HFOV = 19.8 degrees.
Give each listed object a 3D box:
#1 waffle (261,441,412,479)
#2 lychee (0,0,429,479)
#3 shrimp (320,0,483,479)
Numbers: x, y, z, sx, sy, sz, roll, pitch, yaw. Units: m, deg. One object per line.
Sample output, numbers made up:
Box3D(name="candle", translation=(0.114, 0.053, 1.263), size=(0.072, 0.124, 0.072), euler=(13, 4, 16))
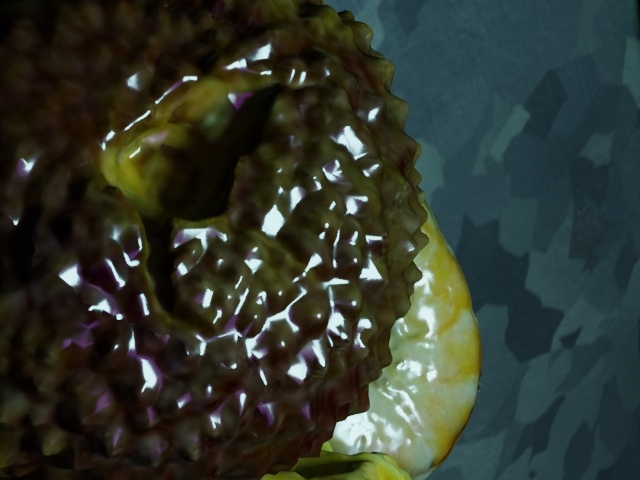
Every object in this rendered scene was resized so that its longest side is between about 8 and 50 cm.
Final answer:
Box3D(name="waffle", translation=(-0.083, 0.143, 0.839), size=(0.309, 0.283, 0.065), euler=(-15, 107, -27))
Box3D(name="lychee", translation=(-0.083, 0.001, 0.812), size=(0.267, 0.267, 0.268), euler=(-25, 124, -43))
Box3D(name="shrimp", translation=(0.000, 0.000, 0.993), size=(0.152, 0.063, 0.287), euler=(-23, 94, -31))
